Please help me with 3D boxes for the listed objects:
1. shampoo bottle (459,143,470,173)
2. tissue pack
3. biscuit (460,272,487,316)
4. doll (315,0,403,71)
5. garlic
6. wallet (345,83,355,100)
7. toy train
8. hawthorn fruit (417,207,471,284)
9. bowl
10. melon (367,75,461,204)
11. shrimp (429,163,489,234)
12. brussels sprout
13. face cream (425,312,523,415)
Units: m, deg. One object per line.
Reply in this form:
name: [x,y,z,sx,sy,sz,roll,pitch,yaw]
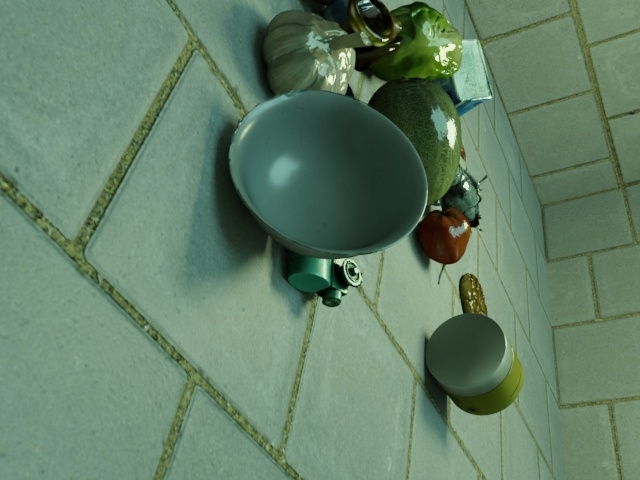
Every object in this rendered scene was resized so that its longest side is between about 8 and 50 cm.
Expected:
shampoo bottle: [0.487,-0.306,2.495,0.284,0.071,0.153,50,37,-40]
tissue pack: [0.396,-0.488,2.165,0.146,0.263,0.198,-10,84,-23]
biscuit: [0.525,0.217,2.344,0.226,0.042,0.226,41,42,-52]
doll: [0.083,-0.580,1.643,0.318,0.209,0.340,-23,100,-62]
garlic: [0.008,-0.372,1.363,0.218,0.212,0.218,23,58,-43]
wallet: [0.022,-0.334,1.601,0.285,0.030,0.146,7,68,-65]
toy train: [0.000,0.000,1.318,0.159,0.101,0.248,30,48,-40]
hawthorn fruit: [0.362,0.011,2.005,0.162,0.162,0.203,-55,143,-58]
bowl: [0.001,-0.085,1.213,0.157,0.345,0.345,115,-19,-56]
melon: [0.232,-0.247,1.738,0.248,0.248,0.329,-53,134,-59]
shrimp: [0.395,-0.166,2.073,0.410,0.221,0.166,51,15,-51]
brussels sprout: [0.254,-0.549,1.939,0.259,0.294,0.227,-100,-167,-63]
face cream: [0.413,0.331,1.843,0.179,0.218,0.218,52,34,-42]
